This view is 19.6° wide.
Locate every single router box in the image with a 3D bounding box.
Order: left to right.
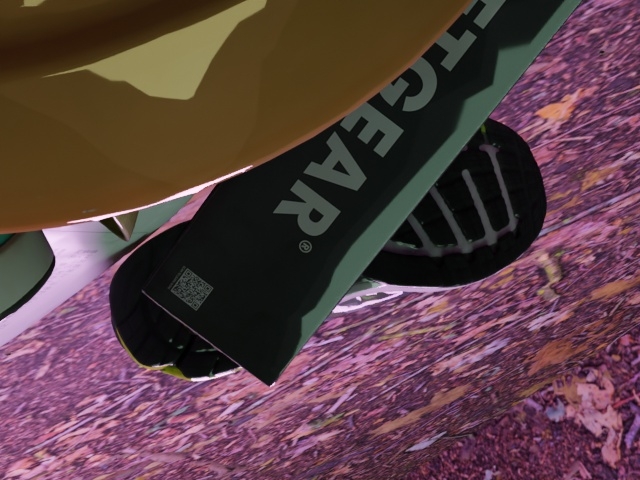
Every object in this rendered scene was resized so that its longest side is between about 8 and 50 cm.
[{"bbox_3d":[0.059,-0.104,0.896,0.309,0.081,0.243,-52,-178,25],"label":"router box"}]

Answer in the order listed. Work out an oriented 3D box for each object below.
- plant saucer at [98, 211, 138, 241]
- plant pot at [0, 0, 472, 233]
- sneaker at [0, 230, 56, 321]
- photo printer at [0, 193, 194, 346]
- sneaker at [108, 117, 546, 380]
[{"bbox_3d":[-0.142,-0.098,0.677,0.037,0.241,0.241,-45,165,-6],"label":"plant saucer"},{"bbox_3d":[-0.093,-0.174,0.455,0.291,0.291,0.203,-25,148,-3],"label":"plant pot"},{"bbox_3d":[-0.270,-0.030,0.751,0.296,0.178,0.124,-11,-154,21],"label":"sneaker"},{"bbox_3d":[-0.246,-0.012,0.986,0.256,0.107,0.307,-35,161,29],"label":"photo printer"},{"bbox_3d":[0.000,0.000,1.142,0.300,0.111,0.121,-18,-178,-20],"label":"sneaker"}]
